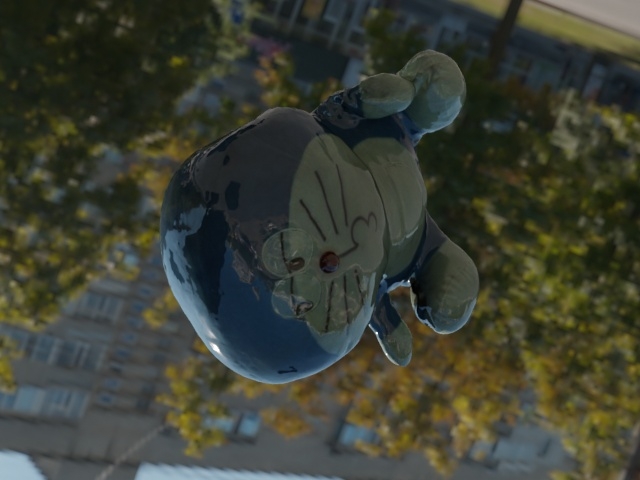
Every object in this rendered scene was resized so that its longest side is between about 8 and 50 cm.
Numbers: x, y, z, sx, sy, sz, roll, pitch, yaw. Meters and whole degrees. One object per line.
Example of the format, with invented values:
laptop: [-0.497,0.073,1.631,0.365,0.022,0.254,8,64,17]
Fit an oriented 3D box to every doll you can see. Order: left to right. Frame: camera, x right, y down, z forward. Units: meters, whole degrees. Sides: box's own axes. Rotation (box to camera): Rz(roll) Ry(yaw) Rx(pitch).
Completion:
doll: [0.000,0.000,0.335,0.050,0.076,0.083,2,-161,40]
